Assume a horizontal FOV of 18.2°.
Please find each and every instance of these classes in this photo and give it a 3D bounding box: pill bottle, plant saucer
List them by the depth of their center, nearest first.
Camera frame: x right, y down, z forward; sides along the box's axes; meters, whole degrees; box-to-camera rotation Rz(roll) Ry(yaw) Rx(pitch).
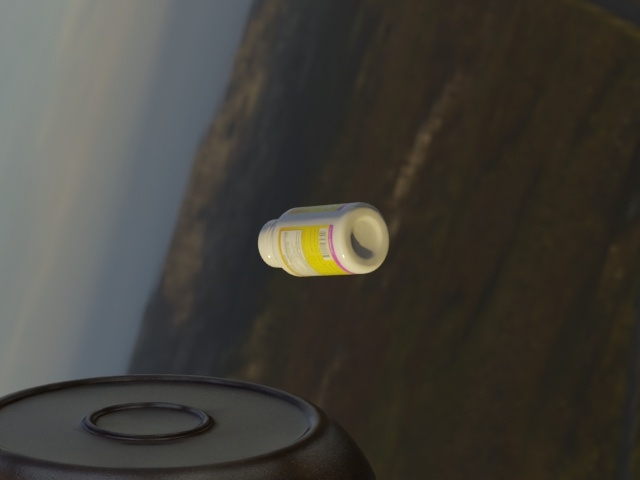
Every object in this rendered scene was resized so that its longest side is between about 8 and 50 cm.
[{"bbox_3d":[0.000,0.000,1.220,0.083,0.043,0.043,-3,67,48],"label":"pill bottle"},{"bbox_3d":[-0.117,0.142,1.347,0.310,0.311,0.050,-105,16,-79],"label":"plant saucer"}]
